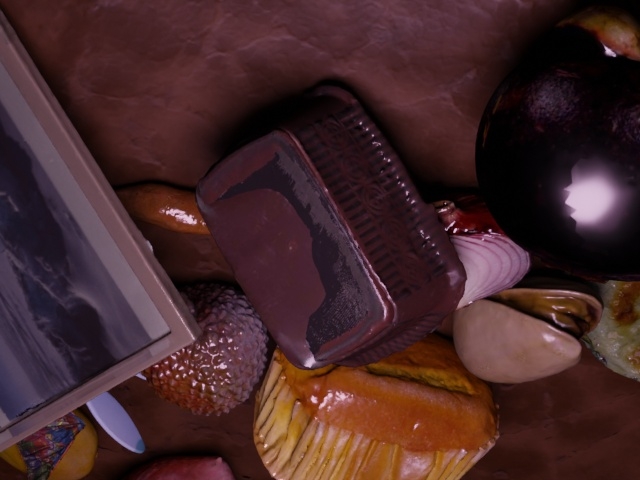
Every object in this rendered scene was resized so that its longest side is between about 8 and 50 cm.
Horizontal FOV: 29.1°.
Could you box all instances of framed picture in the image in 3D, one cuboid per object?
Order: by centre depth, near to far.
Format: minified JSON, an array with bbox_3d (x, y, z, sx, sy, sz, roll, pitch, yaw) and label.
[{"bbox_3d":[-0.367,-0.013,1.354,0.326,0.028,0.446,-31,94,25],"label":"framed picture"}]

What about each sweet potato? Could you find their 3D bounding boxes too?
[{"bbox_3d":[-0.194,-0.041,1.422,0.194,0.056,0.056,10,129,3],"label":"sweet potato"}]

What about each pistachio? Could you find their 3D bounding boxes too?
[{"bbox_3d":[0.234,0.097,1.418,0.131,0.130,0.206,32,156,-18],"label":"pistachio"}]

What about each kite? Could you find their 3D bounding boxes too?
[{"bbox_3d":[-0.374,0.219,1.562,0.189,0.009,0.232,-1,111,27],"label":"kite"}]

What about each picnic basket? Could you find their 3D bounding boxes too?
[{"bbox_3d":[0.000,0.000,1.301,0.222,0.129,0.297,-32,89,29],"label":"picnic basket"}]

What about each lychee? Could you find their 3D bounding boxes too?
[{"bbox_3d":[-0.142,0.121,1.473,0.165,0.165,0.197,-10,125,13],"label":"lychee"}]

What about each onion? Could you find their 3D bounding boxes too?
[{"bbox_3d":[0.137,-0.005,1.388,0.205,0.098,0.151,-6,131,12],"label":"onion"}]

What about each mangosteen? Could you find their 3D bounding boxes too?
[{"bbox_3d":[0.295,-0.110,1.217,0.275,0.275,0.302,19,95,-10],"label":"mangosteen"}]

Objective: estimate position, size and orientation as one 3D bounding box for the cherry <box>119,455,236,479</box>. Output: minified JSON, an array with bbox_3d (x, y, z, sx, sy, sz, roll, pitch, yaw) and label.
[{"bbox_3d":[-0.207,0.406,1.663,0.206,0.239,0.239,-21,138,-33],"label":"cherry"}]

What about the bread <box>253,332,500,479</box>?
[{"bbox_3d":[0.070,0.195,1.476,0.288,0.204,0.156,13,130,-16],"label":"bread"}]

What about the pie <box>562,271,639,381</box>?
[{"bbox_3d":[0.427,0.057,1.434,0.302,0.067,0.303,3,129,4],"label":"pie"}]

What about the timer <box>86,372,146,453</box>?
[{"bbox_3d":[-0.306,0.138,1.513,0.175,0.175,0.255,-6,138,10],"label":"timer"}]

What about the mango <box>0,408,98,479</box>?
[{"bbox_3d":[-0.385,0.250,1.647,0.194,0.092,0.130,29,131,-6],"label":"mango"}]
